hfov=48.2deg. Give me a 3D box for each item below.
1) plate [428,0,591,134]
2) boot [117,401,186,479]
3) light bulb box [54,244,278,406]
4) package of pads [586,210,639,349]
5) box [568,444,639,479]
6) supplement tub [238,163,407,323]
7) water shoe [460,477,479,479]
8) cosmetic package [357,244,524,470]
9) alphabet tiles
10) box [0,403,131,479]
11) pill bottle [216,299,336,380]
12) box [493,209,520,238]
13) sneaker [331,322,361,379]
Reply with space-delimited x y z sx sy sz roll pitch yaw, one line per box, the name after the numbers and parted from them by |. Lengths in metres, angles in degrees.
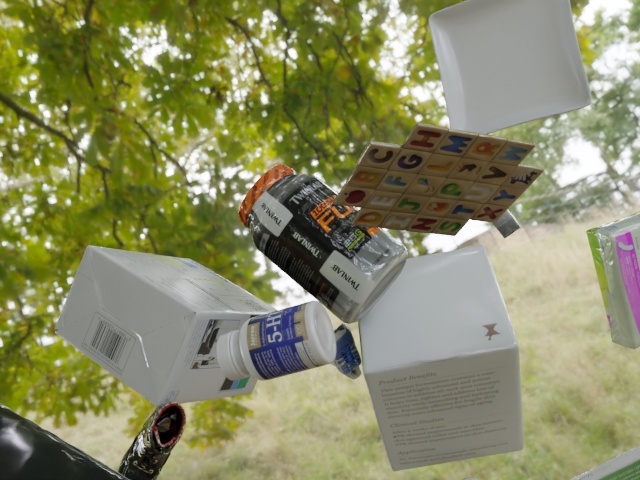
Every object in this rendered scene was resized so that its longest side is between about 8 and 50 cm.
0.371 -0.359 1.417 0.278 0.277 0.045 -14 -5 29 | plate
-0.349 0.435 1.461 0.236 0.085 0.178 -65 8 -21 | boot
-0.341 0.193 1.675 0.361 0.358 0.225 14 -79 -61 | light bulb box
0.779 0.079 1.696 0.229 0.296 0.101 -20 11 -15 | package of pads
0.709 0.600 1.514 0.232 0.322 0.058 -36 3 22 | box
0.000 0.000 1.520 0.207 0.338 0.207 -47 -14 -15 | supplement tub
0.280 0.468 1.121 0.073 0.203 0.080 -42 4 7 | water shoe
0.278 0.281 1.693 0.329 0.327 0.394 -10 -50 6 | cosmetic package
0.210 -0.097 1.277 0.342 0.011 0.285 6 -34 -21 | alphabet tiles
-0.407 0.456 0.592 0.480 0.297 0.472 -8 -60 -68 | box
-0.077 0.178 1.227 0.186 0.112 0.112 -18 -15 16 | pill bottle
0.481 -0.110 2.031 0.056 0.183 0.231 -39 1 14 | box
0.062 0.267 1.716 0.080 0.081 0.211 -39 -29 -12 | sneaker
